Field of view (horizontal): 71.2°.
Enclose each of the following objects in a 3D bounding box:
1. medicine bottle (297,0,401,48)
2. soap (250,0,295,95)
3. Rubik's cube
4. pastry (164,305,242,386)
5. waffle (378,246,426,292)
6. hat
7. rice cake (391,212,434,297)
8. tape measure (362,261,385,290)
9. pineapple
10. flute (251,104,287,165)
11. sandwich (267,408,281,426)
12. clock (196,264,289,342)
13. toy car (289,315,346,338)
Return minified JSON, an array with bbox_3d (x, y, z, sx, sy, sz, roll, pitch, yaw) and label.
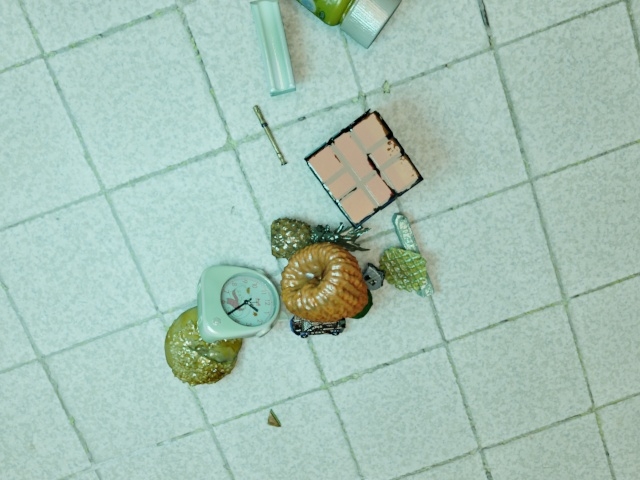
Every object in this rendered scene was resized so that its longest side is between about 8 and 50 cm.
[{"bbox_3d":[0.057,-0.820,1.449,0.384,0.224,0.224,36,96,-8],"label":"medicine bottle"},{"bbox_3d":[-0.153,-0.636,1.495,0.095,0.173,0.290,-12,99,-1],"label":"soap"},{"bbox_3d":[0.132,-0.243,1.517,0.283,0.288,0.294,-34,101,4],"label":"Rubik's cube"},{"bbox_3d":[-0.437,0.395,1.648,0.284,0.184,0.316,31,97,-6],"label":"pastry"},{"bbox_3d":[0.303,0.109,1.662,0.183,0.036,0.169,19,119,23],"label":"waffle"},{"bbox_3d":[0.063,0.196,1.533,0.285,0.285,0.400,-45,128,5],"label":"hat"},{"bbox_3d":[0.346,0.052,1.681,0.062,0.066,0.337,-21,98,-3],"label":"rice cake"},{"bbox_3d":[0.199,0.141,1.687,0.091,0.054,0.094,27,117,13],"label":"tape measure"},{"bbox_3d":[-0.001,0.004,1.619,0.364,0.165,0.166,4,99,-5],"label":"pineapple"},{"bbox_3d":[-0.183,-0.377,1.612,0.027,0.027,0.233,-27,99,2],"label":"flute"},{"bbox_3d":[-0.194,0.719,1.787,0.044,0.031,0.083,-33,97,-1],"label":"sandwich"},{"bbox_3d":[-0.274,0.230,1.604,0.324,0.109,0.265,6,57,-25],"label":"clock"},{"bbox_3d":[-0.010,0.314,1.713,0.216,0.063,0.103,-5,99,5],"label":"toy car"}]
